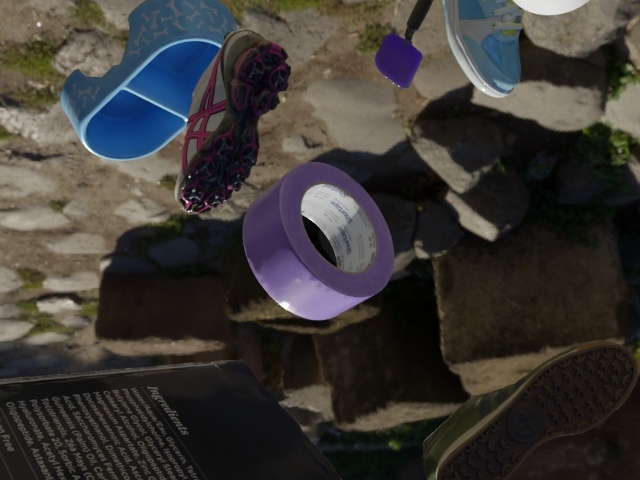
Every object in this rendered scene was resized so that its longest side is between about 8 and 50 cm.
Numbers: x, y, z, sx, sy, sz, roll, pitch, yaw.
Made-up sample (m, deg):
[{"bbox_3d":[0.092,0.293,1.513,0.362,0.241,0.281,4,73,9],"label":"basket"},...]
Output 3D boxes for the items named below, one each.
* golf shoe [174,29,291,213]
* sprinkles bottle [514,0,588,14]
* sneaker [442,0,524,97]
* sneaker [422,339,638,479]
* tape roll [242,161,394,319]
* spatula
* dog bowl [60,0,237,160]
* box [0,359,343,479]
[{"bbox_3d":[-0.097,-0.116,0.657,0.068,0.086,0.186,16,107,-46],"label":"golf shoe"},{"bbox_3d":[0.230,-0.372,0.655,0.121,0.121,0.355,-16,160,15],"label":"sprinkles bottle"},{"bbox_3d":[0.307,-0.409,1.077,0.127,0.318,0.208,-17,-179,-37],"label":"sneaker"},{"bbox_3d":[0.163,0.142,0.558,0.192,0.064,0.086,-33,-176,-8],"label":"sneaker"},{"bbox_3d":[0.000,0.000,0.847,0.189,0.188,0.080,12,145,-40],"label":"tape roll"},{"bbox_3d":[0.176,-0.407,1.293,0.084,0.296,0.030,32,141,-11],"label":"spatula"},{"bbox_3d":[-0.238,-0.221,0.948,0.297,0.074,0.166,-35,149,23],"label":"dog bowl"},{"bbox_3d":[-0.273,0.396,0.642,0.472,0.297,0.479,4,120,-50],"label":"box"}]
